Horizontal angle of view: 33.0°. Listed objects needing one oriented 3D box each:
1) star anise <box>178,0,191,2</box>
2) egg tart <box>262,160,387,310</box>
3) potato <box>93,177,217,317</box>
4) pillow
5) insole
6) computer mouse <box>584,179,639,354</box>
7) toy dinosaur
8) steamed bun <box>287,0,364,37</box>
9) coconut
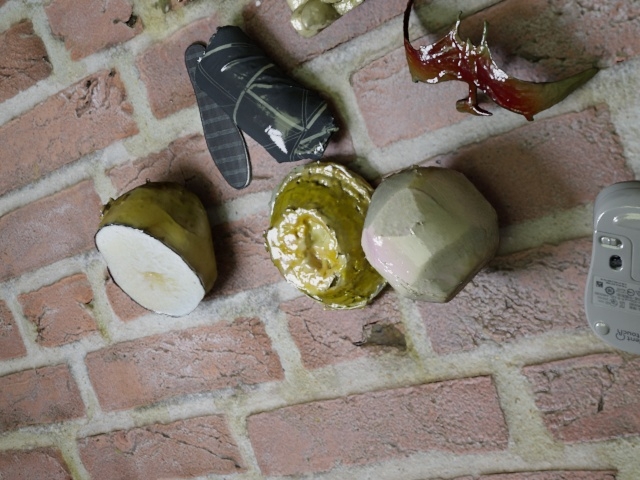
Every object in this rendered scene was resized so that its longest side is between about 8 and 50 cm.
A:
[{"bbox_3d":[-0.292,-0.574,2.014,0.148,0.346,0.237,-2,62,14],"label":"star anise"},{"bbox_3d":[0.000,0.000,2.053,0.315,0.120,0.314,15,117,33],"label":"egg tart"},{"bbox_3d":[-0.324,0.005,2.290,0.247,0.196,0.299,8,140,23],"label":"potato"},{"bbox_3d":[-0.107,-0.270,2.060,0.335,0.093,0.161,44,125,17],"label":"pillow"},{"bbox_3d":[-0.211,-0.251,2.206,0.110,0.012,0.309,-9,100,42],"label":"insole"},{"bbox_3d":[0.498,0.033,1.663,0.184,0.121,0.296,7,125,28],"label":"computer mouse"},{"bbox_3d":[0.271,-0.296,1.754,0.327,0.113,0.206,6,136,49],"label":"toy dinosaur"},{"bbox_3d":[0.020,-0.431,1.832,0.106,0.192,0.177,53,142,-8],"label":"steamed bun"},{"bbox_3d":[0.177,-0.019,1.836,0.230,0.227,0.227,44,129,11],"label":"coconut"}]
